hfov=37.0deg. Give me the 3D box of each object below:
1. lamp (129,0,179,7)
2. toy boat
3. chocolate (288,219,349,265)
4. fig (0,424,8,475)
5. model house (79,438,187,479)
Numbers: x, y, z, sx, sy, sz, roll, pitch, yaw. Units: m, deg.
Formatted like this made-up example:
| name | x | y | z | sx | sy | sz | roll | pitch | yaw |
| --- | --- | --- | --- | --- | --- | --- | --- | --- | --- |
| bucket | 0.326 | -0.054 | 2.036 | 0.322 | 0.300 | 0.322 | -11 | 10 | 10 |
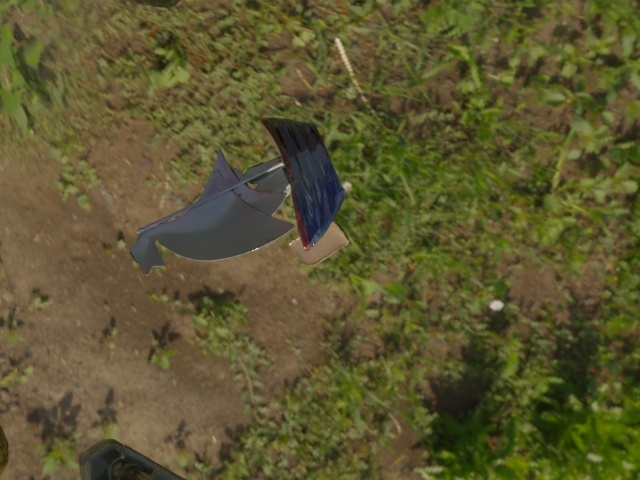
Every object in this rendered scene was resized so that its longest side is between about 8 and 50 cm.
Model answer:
| name | x | y | z | sx | sy | sz | roll | pitch | yaw |
| --- | --- | --- | --- | --- | --- | --- | --- | --- | --- |
| lamp | -0.234 | -0.205 | 0.466 | 0.371 | 0.108 | 0.130 | 15 | 88 | -8 |
| toy boat | -0.103 | -0.038 | 1.319 | 0.318 | 0.219 | 0.072 | -43 | 151 | -9 |
| chocolate | 0.000 | 0.000 | 1.620 | 0.101 | 0.031 | 0.064 | -38 | 98 | 28 |
| fig | -0.421 | 0.253 | 1.121 | 0.103 | 0.155 | 0.109 | -39 | 102 | -11 |
| model house | -0.141 | 0.309 | 0.941 | 0.229 | 0.188 | 0.122 | 41 | 77 | -21 |
